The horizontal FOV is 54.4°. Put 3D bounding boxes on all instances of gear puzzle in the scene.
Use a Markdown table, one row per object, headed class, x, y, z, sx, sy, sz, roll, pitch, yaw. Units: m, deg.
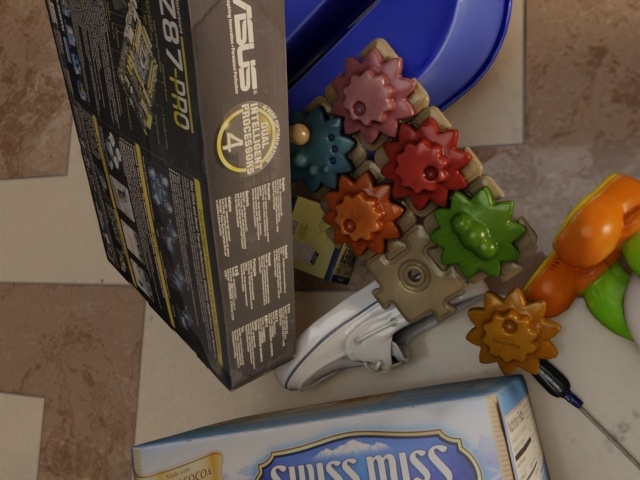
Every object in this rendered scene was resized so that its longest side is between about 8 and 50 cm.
| class | x | y | z | sx | sy | sz | roll | pitch | yaw |
| --- | --- | --- | --- | --- | --- | --- | --- | --- | --- |
| gear puzzle | 0.091 | -0.006 | 0.585 | 0.175 | 0.044 | 0.339 | -39 | 85 | 31 |

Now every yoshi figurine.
| class | x | y | z | sx | sy | sz | roll | pitch | yaw |
| --- | --- | --- | --- | --- | --- | --- | --- | --- | --- |
| yoshi figurine | 0.339 | 0.121 | 0.517 | 0.362 | 0.204 | 0.203 | 39 | 114 | 21 |

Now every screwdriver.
| class | x | y | z | sx | sy | sz | roll | pitch | yaw |
| --- | --- | --- | --- | --- | --- | --- | --- | --- | --- |
| screwdriver | 0.272 | 0.175 | 0.622 | 0.170 | 0.024 | 0.025 | 42 | 71 | 16 |

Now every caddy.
| class | x | y | z | sx | sy | sz | roll | pitch | yaw |
| --- | --- | --- | --- | --- | --- | --- | --- | --- | --- |
| caddy | 0.039 | -0.225 | 0.688 | 0.341 | 0.179 | 0.241 | -37 | 80 | 31 |

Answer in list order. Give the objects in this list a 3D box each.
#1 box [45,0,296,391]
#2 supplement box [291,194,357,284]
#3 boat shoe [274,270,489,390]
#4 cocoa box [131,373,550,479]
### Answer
| class | x | y | z | sx | sy | sz | roll | pitch | yaw |
| --- | --- | --- | --- | --- | --- | --- | --- | --- | --- |
| box | -0.158 | -0.088 | 0.640 | 0.318 | 0.097 | 0.394 | 34 | 135 | 43 |
| supplement box | 0.000 | 0.000 | 0.740 | 0.083 | 0.056 | 0.083 | 20 | 90 | 24 |
| boat shoe | 0.063 | 0.101 | 0.678 | 0.258 | 0.095 | 0.084 | -39 | 65 | 15 |
| cocoa box | 0.037 | 0.268 | 0.589 | 0.347 | 0.231 | 0.227 | -15 | 77 | 20 |
